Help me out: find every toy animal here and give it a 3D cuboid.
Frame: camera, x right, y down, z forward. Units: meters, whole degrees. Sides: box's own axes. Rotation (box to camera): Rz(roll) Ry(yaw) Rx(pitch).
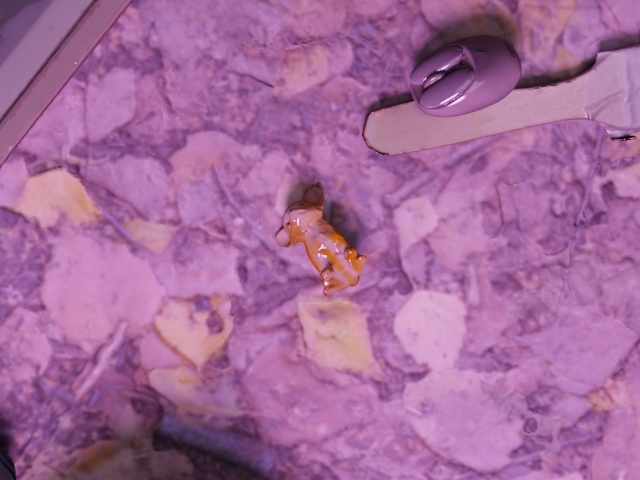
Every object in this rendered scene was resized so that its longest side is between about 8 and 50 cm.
[{"bbox_3d":[0.000,0.000,1.338,0.060,0.081,0.083,-44,62,7],"label":"toy animal"}]

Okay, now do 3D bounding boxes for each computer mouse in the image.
[{"bbox_3d":[0.123,-0.143,1.322,0.096,0.039,0.066,-18,61,-4],"label":"computer mouse"}]

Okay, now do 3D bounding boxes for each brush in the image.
[{"bbox_3d":[0.201,-0.120,1.355,0.336,0.020,0.085,-9,97,-4],"label":"brush"}]

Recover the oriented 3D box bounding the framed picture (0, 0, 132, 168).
[{"bbox_3d":[-0.329,-0.235,1.273,0.326,0.028,0.446,38,94,-7],"label":"framed picture"}]

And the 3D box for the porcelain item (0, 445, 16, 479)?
[{"bbox_3d":[-0.412,0.210,1.257,0.286,0.157,0.281,26,94,-8],"label":"porcelain item"}]
